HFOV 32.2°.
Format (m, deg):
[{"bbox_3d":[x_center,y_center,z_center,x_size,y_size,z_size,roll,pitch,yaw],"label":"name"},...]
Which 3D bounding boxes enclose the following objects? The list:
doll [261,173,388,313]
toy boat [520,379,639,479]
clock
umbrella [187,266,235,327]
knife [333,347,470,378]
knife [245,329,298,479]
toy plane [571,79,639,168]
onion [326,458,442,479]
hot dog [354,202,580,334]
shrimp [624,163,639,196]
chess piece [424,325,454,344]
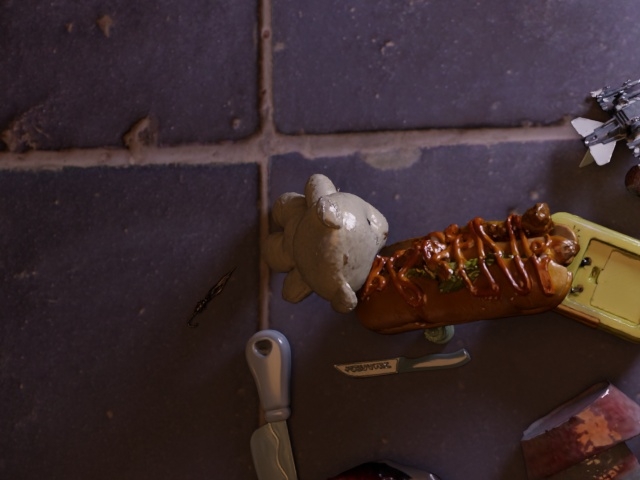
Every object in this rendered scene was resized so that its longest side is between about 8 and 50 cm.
[{"bbox_3d":[0.001,-0.005,1.625,0.149,0.278,0.175,-21,108,-22],"label":"doll"},{"bbox_3d":[0.422,0.355,1.568,0.206,0.096,0.282,-38,91,16],"label":"toy boat"},{"bbox_3d":[0.399,0.054,1.574,0.202,0.096,0.143,23,95,16],"label":"clock"},{"bbox_3d":[-0.176,0.087,1.761,0.022,0.013,0.122,36,95,2],"label":"umbrella"},{"bbox_3d":[0.123,0.189,1.678,0.210,0.015,0.028,-9,91,14],"label":"knife"},{"bbox_3d":[-0.072,0.304,1.712,0.080,0.044,0.331,-6,88,13],"label":"knife"},{"bbox_3d":[0.466,-0.182,1.583,0.234,0.082,0.160,-30,53,11],"label":"toy plane"},{"bbox_3d":[0.083,0.450,1.582,0.272,0.272,0.195,11,126,15],"label":"onion"},{"bbox_3d":[0.192,0.039,1.545,0.349,0.117,0.158,-11,39,40],"label":"hot dog"},{"bbox_3d":[0.527,-0.104,1.568,0.190,0.075,0.073,-20,62,18],"label":"shrimp"},{"bbox_3d":[0.172,0.134,1.627,0.042,0.093,0.042,0,88,13],"label":"chess piece"}]
